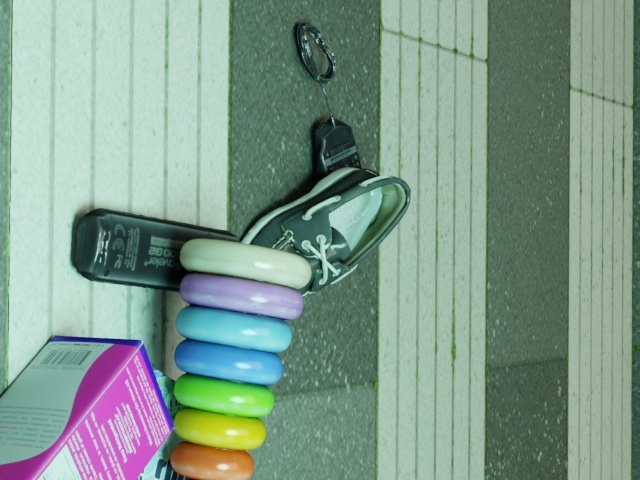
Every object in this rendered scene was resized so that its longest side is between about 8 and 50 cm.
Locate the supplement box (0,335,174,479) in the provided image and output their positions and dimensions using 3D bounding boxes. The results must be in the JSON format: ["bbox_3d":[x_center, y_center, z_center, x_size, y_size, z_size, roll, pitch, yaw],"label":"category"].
[{"bbox_3d":[-0.246,0.198,1.454,0.220,0.111,0.114,-52,135,-48],"label":"supplement box"}]

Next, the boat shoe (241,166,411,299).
[{"bbox_3d":[0.000,0.000,1.896,0.302,0.091,0.114,-47,129,-38],"label":"boat shoe"}]

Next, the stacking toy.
[{"bbox_3d":[-0.103,0.170,1.624,0.141,0.141,0.330,19,79,-60],"label":"stacking toy"}]

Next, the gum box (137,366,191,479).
[{"bbox_3d":[-0.183,0.237,1.645,0.157,0.041,0.184,42,55,-55],"label":"gum box"}]

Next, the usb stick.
[{"bbox_3d":[-0.168,0.016,1.671,0.278,0.045,0.077,11,87,-61],"label":"usb stick"}]

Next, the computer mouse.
[{"bbox_3d":[0.002,-0.162,2.004,0.071,0.041,0.242,-24,107,-41],"label":"computer mouse"}]
